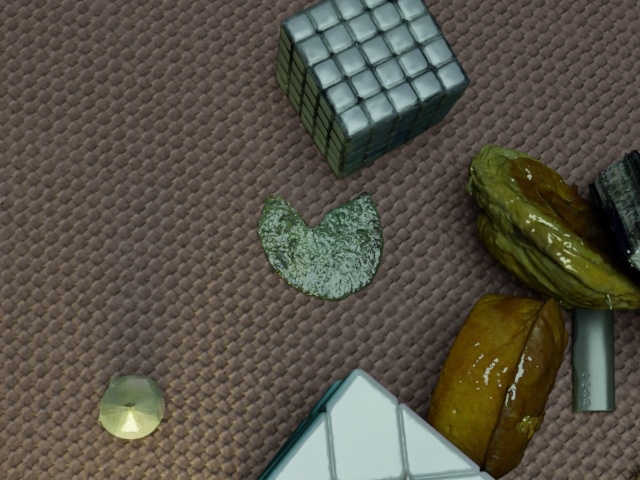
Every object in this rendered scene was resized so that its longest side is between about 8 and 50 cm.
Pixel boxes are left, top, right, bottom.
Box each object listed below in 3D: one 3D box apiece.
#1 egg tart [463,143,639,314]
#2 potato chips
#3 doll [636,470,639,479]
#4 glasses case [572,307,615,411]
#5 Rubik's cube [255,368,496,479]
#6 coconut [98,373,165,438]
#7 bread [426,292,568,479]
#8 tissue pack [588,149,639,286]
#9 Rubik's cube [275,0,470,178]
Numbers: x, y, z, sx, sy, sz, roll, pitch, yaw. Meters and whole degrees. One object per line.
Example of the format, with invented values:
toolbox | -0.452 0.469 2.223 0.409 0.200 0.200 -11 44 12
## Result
egg tart | 0.389 0.010 1.799 0.352 0.339 0.153 22 118 -35
potato chips | 0.001 -0.001 1.881 0.220 0.029 0.202 11 80 -4
doll | 0.578 0.426 1.800 0.115 0.105 0.221 4 80 3
glasses case | 0.468 0.200 1.874 0.072 0.042 0.190 2 78 3
Rubik's cube | 0.061 0.419 1.654 0.319 0.316 0.322 39 79 3
coconut | -0.305 0.265 1.750 0.110 0.124 0.110 1 79 -7
bread | 0.282 0.227 1.736 0.172 0.312 0.312 19 77 16
tissue pack | 0.562 0.014 1.766 0.123 0.332 0.245 -38 107 21
Rubik's cube | 0.077 -0.278 1.840 0.237 0.237 0.238 -28 81 -9
